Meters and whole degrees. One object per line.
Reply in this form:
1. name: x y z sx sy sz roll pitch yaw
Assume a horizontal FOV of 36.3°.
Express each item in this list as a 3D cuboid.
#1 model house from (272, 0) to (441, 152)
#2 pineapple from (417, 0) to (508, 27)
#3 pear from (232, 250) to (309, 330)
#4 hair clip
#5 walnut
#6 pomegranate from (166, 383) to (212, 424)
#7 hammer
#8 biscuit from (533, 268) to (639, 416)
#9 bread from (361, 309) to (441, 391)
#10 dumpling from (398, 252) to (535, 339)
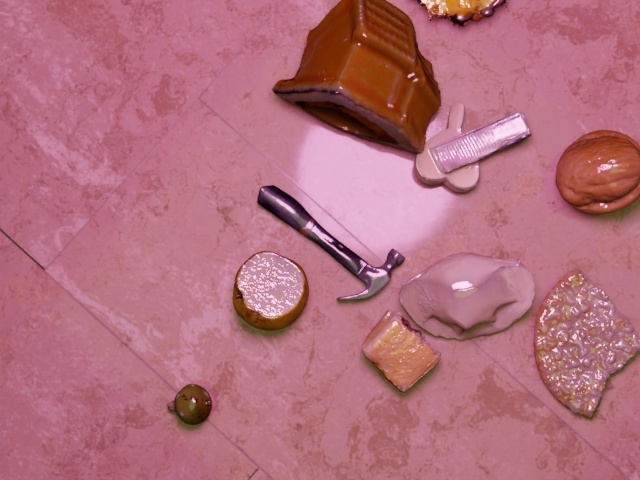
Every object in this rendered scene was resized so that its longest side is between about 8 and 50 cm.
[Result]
1. model house: 0.095 -0.309 1.751 0.268 0.173 0.239 28 77 -21
2. pineapple: 0.251 -0.490 1.779 0.224 0.076 0.225 0 90 3
3. pear: -0.093 0.095 1.758 0.141 0.104 0.141 5 69 -12
4. hair clip: 0.265 -0.176 1.768 0.218 0.071 0.159 -25 80 -5
5. walnut: 0.495 -0.121 1.711 0.166 0.166 0.149 -7 78 3
6. pomegranate: -0.236 0.303 1.775 0.073 0.073 0.084 47 126 4
7. hammer: 0.000 0.000 1.788 0.290 0.037 0.137 37 88 3
8. biscuit: 0.478 0.183 1.754 0.188 0.040 0.266 0 89 3
9. bread: 0.139 0.195 1.752 0.125 0.082 0.106 45 100 -6
10. dumpling: 0.259 0.108 1.739 0.215 0.126 0.166 -20 113 -12
